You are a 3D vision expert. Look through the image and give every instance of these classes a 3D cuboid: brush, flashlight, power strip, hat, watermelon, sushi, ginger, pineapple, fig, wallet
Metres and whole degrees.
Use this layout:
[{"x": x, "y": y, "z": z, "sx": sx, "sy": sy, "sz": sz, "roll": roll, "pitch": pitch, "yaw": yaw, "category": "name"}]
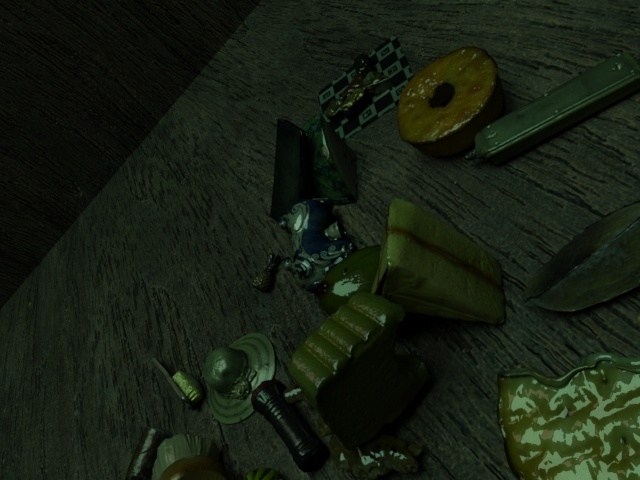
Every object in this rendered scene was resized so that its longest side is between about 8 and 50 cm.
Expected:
[{"x": -0.313, "y": 0.601, "z": 1.167, "sx": 0.166, "sy": 0.174, "sz": 0.266, "roll": 11, "pitch": 86, "yaw": 63, "category": "brush"}, {"x": -0.421, "y": 0.400, "z": 1.503, "sx": 0.067, "sy": 0.072, "sz": 0.313, "roll": -39, "pitch": 31, "yaw": -22, "category": "brush"}, {"x": -0.069, "y": 0.409, "z": 1.132, "sx": 0.093, "sy": 0.093, "sz": 0.232, "roll": -51, "pitch": 44, "yaw": 1, "category": "flashlight"}, {"x": 0.499, "y": -0.272, "z": 1.124, "sx": 0.388, "sy": 0.066, "sz": 0.092, "roll": -27, "pitch": 46, "yaw": 23, "category": "power strip"}, {"x": -0.242, "y": 0.337, "z": 1.330, "sx": 0.252, "sy": 0.110, "sz": 0.252, "roll": -25, "pitch": 46, "yaw": 30, "category": "hat"}, {"x": 0.004, "y": -0.233, "z": 1.516, "sx": 0.260, "sy": 0.176, "sz": 0.255, "roll": -2, "pitch": 98, "yaw": 42, "category": "watermelon"}, {"x": 0.122, "y": -0.508, "z": 1.670, "sx": 0.343, "sy": 0.064, "sz": 0.359, "roll": -31, "pitch": 42, "yaw": 23, "category": "sushi"}, {"x": 0.068, "y": 0.366, "z": 1.034, "sx": 0.166, "sy": 0.080, "sz": 0.333, "roll": -38, "pitch": 36, "yaw": -12, "category": "ginger"}, {"x": -0.152, "y": 0.087, "z": 1.480, "sx": 0.058, "sy": 0.058, "sz": 0.124, "roll": 3, "pitch": 62, "yaw": 45, "category": "pineapple"}, {"x": 0.100, "y": 0.103, "z": 1.094, "sx": 0.203, "sy": 0.225, "sz": 0.202, "roll": -21, "pitch": 65, "yaw": 53, "category": "fig"}, {"x": -0.088, "y": -0.183, "z": 1.489, "sx": 0.172, "sy": 0.045, "sz": 0.317, "roll": 38, "pitch": 131, "yaw": 50, "category": "wallet"}]

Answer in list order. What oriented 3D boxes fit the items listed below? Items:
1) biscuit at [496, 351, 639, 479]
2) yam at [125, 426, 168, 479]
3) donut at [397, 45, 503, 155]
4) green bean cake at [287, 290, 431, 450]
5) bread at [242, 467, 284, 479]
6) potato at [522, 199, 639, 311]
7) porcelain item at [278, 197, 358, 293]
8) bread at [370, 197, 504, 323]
[{"x": 0.416, "y": 0.277, "z": 0.768, "sx": 0.329, "sy": 0.078, "sz": 0.335, "roll": -55, "pitch": 39, "yaw": 0, "category": "biscuit"}, {"x": -0.468, "y": 0.586, "z": 1.384, "sx": 0.079, "sy": 0.079, "sz": 0.141, "roll": -10, "pitch": 53, "yaw": 39, "category": "yam"}, {"x": 0.329, "y": -0.342, "z": 1.297, "sx": 0.303, "sy": 0.110, "sz": 0.302, "roll": -27, "pitch": 43, "yaw": 29, "category": "donut"}, {"x": 0.073, "y": 0.232, "z": 0.935, "sx": 0.233, "sy": 0.236, "sz": 0.124, "roll": -39, "pitch": 39, "yaw": -16, "category": "green bean cake"}, {"x": -0.128, "y": 0.555, "z": 1.081, "sx": 0.130, "sy": 0.071, "sz": 0.139, "roll": 15, "pitch": 72, "yaw": 44, "category": "bread"}, {"x": 0.489, "y": 0.041, "z": 0.889, "sx": 0.261, "sy": 0.100, "sz": 0.120, "roll": -47, "pitch": -2, "yaw": 28, "category": "potato"}, {"x": 0.000, "y": 0.000, "z": 1.341, "sx": 0.186, "sy": 0.138, "sz": 0.288, "roll": -23, "pitch": 47, "yaw": 16, "category": "porcelain item"}, {"x": 0.236, "y": 0.039, "z": 0.953, "sx": 0.264, "sy": 0.163, "sz": 0.167, "roll": 7, "pitch": 56, "yaw": 1, "category": "bread"}]
